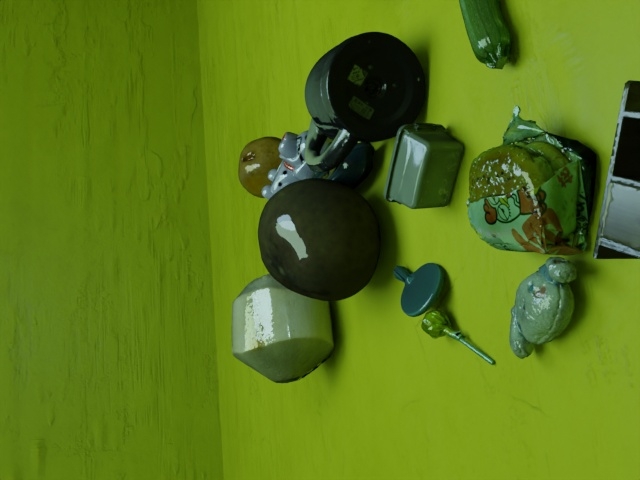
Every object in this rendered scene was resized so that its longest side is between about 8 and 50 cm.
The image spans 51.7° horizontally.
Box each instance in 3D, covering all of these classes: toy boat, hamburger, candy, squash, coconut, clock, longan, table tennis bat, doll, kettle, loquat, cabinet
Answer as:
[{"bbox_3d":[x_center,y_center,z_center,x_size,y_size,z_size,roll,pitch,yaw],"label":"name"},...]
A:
[{"bbox_3d":[0.056,-0.187,1.702,0.296,0.114,0.122,-42,61,61],"label":"toy boat"},{"bbox_3d":[0.315,-0.090,1.036,0.214,0.125,0.235,16,119,57],"label":"hamburger"},{"bbox_3d":[0.267,0.191,1.277,0.194,0.062,0.058,34,124,52],"label":"candy"},{"bbox_3d":[0.291,-0.398,1.177,0.077,0.068,0.219,-44,50,54],"label":"squash"},{"bbox_3d":[-0.106,0.253,1.889,0.323,0.323,0.322,180,90,-68],"label":"coconut"},{"bbox_3d":[-0.050,-0.218,1.917,0.253,0.189,0.188,118,146,-41],"label":"clock"},{"bbox_3d":[0.000,0.000,1.609,0.319,0.319,0.318,180,90,-68],"label":"longan"},{"bbox_3d":[0.202,0.093,1.412,0.124,0.033,0.201,-58,19,4],"label":"table tennis bat"},{"bbox_3d":[0.348,0.102,1.036,0.214,0.072,0.103,100,172,-45],"label":"doll"},{"bbox_3d":[0.056,-0.303,1.531,0.320,0.229,0.324,-67,19,1],"label":"kettle"},{"bbox_3d":[-0.168,-0.236,2.144,0.208,0.208,0.207,180,90,-68],"label":"loquat"},{"bbox_3d":[0.429,-0.059,0.727,0.175,0.148,0.215,-145,56,-64],"label":"cabinet"}]

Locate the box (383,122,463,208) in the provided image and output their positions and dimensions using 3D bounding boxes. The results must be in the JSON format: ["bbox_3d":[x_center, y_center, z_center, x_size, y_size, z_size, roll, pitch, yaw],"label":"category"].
[{"bbox_3d":[0.211,-0.141,1.322,0.093,0.124,0.172,42,130,48],"label":"box"}]
